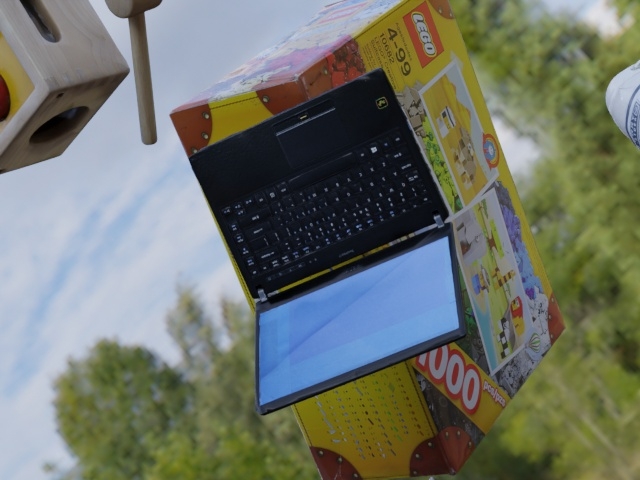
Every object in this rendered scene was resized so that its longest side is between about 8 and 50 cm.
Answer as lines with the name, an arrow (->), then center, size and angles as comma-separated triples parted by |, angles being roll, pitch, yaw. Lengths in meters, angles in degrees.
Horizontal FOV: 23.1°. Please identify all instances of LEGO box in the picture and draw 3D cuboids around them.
LEGO box -> 0.075, -0.016, 1.892 | 0.193, 0.500, 0.372 | -10, 20, 35

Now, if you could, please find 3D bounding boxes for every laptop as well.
laptop -> 0.000, 0.000, 1.549 | 0.234, 0.264, 0.136 | -23, 5, 18

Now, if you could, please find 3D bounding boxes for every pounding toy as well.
pounding toy -> -0.202, -0.134, 1.163 | 0.094, 0.181, 0.206 | -23, -14, -45

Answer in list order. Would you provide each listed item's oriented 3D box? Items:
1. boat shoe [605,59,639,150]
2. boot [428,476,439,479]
boat shoe -> 0.444, -0.168, 1.497 | 0.367, 0.136, 0.156 | -19, 27, -7
boot -> 0.214, 0.403, 2.131 | 0.106, 0.219, 0.082 | -67, 21, 3
